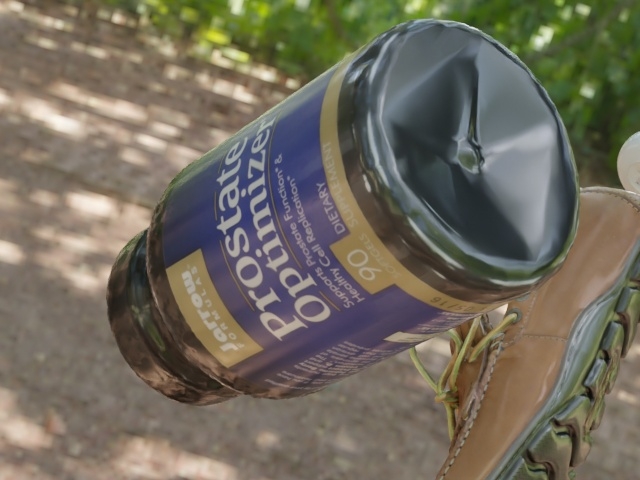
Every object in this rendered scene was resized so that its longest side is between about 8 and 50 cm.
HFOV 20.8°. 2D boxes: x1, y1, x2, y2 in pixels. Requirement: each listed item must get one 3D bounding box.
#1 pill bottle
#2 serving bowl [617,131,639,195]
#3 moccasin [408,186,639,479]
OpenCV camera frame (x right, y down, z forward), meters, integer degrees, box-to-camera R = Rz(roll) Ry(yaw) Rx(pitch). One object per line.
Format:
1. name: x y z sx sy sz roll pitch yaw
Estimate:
1. pill bottle: 0.000 0.000 0.772 0.123 0.219 0.123 18 59 -33
2. serving bowl: 0.330 -0.067 1.742 0.083 0.083 0.027 29 43 32
3. moccasin: 0.161 0.106 1.443 0.147 0.380 0.139 16 -24 26
